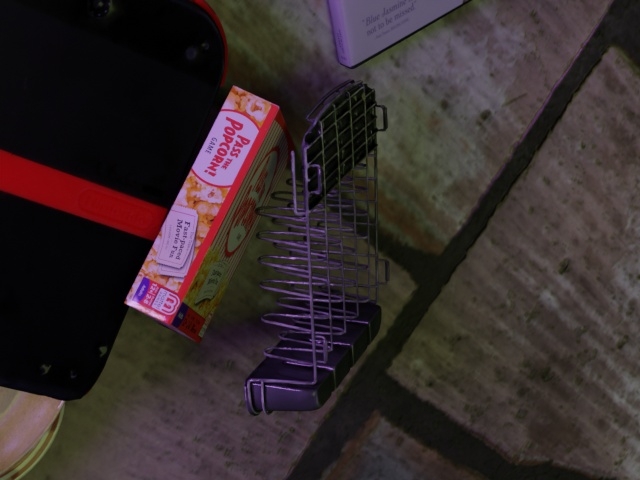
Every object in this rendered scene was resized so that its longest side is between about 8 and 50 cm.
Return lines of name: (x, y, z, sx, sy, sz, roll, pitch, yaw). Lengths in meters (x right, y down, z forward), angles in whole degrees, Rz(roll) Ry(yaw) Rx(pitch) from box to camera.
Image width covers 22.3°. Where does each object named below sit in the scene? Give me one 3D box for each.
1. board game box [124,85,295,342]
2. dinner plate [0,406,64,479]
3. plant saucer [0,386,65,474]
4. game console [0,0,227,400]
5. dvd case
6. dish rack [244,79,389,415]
board game box: (-0.087, -0.017, 1.336, 0.193, 0.045, 0.147, -64, 172, -6)
dinner plate: (-0.275, 0.147, 1.341, 0.141, 0.017, 0.141, -22, 126, -33)
plant saucer: (-0.295, 0.082, 1.255, 0.241, 0.037, 0.241, -14, 112, -39)
game console: (-0.261, -0.075, 1.181, 0.386, 0.060, 0.342, 20, 95, -42)
dvd case: (0.070, -0.296, 1.415, 0.180, 0.022, 0.253, -32, 130, -26)
dish rack: (0.000, 0.000, 1.423, 0.208, 0.074, 0.272, -48, 141, -62)
